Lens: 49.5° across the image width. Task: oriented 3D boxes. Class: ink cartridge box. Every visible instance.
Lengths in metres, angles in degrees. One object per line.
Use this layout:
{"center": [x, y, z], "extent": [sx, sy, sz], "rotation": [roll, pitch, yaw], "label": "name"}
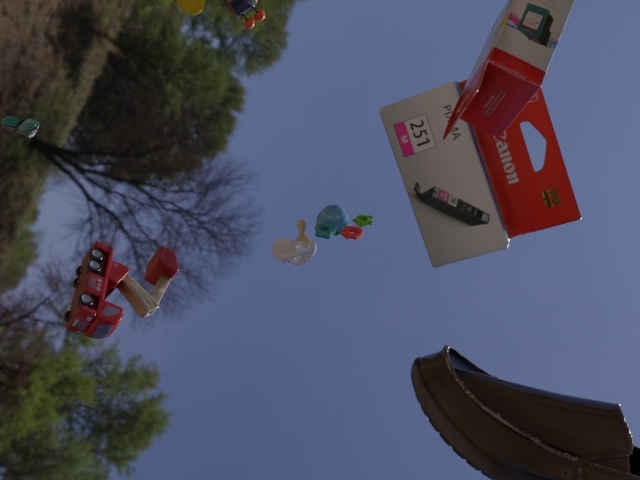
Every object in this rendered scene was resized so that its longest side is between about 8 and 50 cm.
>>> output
{"center": [0.250, -0.118, 1.089], "extent": [0.238, 0.275, 0.060], "rotation": [-17, -173, 23], "label": "ink cartridge box"}
{"center": [0.255, -0.237, 0.937], "extent": [0.231, 0.078, 0.134], "rotation": [-63, 179, -22], "label": "ink cartridge box"}

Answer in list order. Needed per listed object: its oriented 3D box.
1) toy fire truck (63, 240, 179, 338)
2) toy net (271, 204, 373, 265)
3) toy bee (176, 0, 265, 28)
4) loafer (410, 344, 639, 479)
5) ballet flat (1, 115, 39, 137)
{"center": [-0.271, 0.068, 0.967], "extent": [0.047, 0.135, 0.192], "rotation": [-46, -149, 28], "label": "toy fire truck"}
{"center": [0.000, 0.000, 1.341], "extent": [0.122, 0.045, 0.232], "rotation": [26, -138, 26], "label": "toy net"}
{"center": [-0.162, -0.490, 1.301], "extent": [0.195, 0.162, 0.298], "rotation": [-40, 178, 20], "label": "toy bee"}
{"center": [0.268, 0.212, 0.752], "extent": [0.130, 0.366, 0.134], "rotation": [-58, 179, 16], "label": "loafer"}
{"center": [-0.610, -0.232, 1.432], "extent": [0.114, 0.041, 0.041], "rotation": [15, -105, 32], "label": "ballet flat"}
